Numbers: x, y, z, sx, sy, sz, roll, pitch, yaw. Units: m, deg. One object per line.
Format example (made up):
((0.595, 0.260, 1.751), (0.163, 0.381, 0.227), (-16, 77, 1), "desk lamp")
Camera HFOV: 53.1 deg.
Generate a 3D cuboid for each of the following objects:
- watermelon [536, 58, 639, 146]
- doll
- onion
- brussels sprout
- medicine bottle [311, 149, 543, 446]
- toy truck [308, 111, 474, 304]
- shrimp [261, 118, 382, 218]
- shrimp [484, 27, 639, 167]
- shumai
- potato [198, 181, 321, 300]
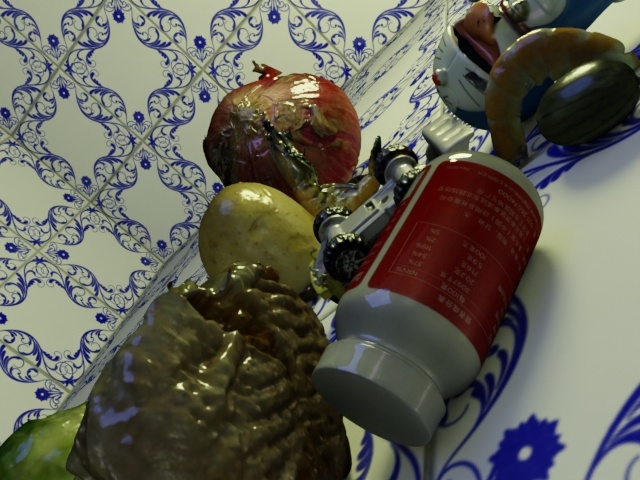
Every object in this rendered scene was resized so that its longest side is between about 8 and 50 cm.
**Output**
((0.274, -0.142, 0.657), (0.110, 0.078, 0.078), (-35, 18, 40), "watermelon")
((0.257, -0.257, 0.815), (0.161, 0.215, 0.257), (-6, -38, -49), "doll")
((-0.082, -0.214, 1.396), (0.353, 0.353, 0.353), (-44, 14, 14), "onion")
((-0.375, 0.357, 0.994), (0.271, 0.210, 0.219), (-37, -14, -29), "brussels sprout")
((0.099, 0.043, 0.562), (0.131, 0.131, 0.250), (-26, 26, 57), "medicine bottle")
((0.095, -0.035, 0.832), (0.286, 0.111, 0.136), (-43, 24, 11), "toy truck")
((0.011, -0.163, 1.199), (0.198, 0.262, 0.051), (-38, -14, 12), "shrimp")
((0.271, -0.159, 0.738), (0.049, 0.161, 0.166), (-30, -50, -70), "shrimp")
((-0.135, 0.164, 0.575), (0.283, 0.217, 0.346), (-25, -2, 20), "shumai")
((-0.111, 0.005, 1.111), (0.242, 0.242, 0.285), (-49, 14, -4), "potato")
